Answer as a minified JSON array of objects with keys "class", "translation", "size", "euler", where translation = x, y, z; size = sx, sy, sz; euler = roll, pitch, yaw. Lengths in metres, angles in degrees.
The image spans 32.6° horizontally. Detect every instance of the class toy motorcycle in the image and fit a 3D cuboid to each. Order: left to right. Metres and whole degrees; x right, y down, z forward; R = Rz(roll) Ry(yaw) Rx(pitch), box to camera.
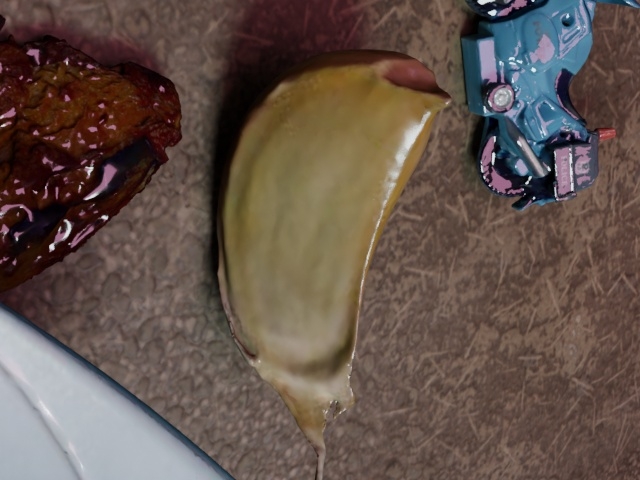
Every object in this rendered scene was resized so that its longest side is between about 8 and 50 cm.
[{"class":"toy motorcycle","translation":[0.228,-0.170,1.081],"size":[0.182,0.123,0.272],"euler":[-12,109,-14]}]

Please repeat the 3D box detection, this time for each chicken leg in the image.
[{"class":"chicken leg","translation":[-0.229,-0.050,0.753],"size":[0.322,0.083,0.177],"euler":[-36,114,-30]}]

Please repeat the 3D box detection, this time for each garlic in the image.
[{"class":"garlic","translation":[-0.009,0.006,0.878],"size":[0.151,0.196,0.338],"euler":[12,102,-28]}]

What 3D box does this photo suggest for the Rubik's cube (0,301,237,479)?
[{"class":"Rubik's cube","translation":[-0.267,0.214,0.567],"size":[0.352,0.351,0.347],"euler":[46,57,-37]}]
